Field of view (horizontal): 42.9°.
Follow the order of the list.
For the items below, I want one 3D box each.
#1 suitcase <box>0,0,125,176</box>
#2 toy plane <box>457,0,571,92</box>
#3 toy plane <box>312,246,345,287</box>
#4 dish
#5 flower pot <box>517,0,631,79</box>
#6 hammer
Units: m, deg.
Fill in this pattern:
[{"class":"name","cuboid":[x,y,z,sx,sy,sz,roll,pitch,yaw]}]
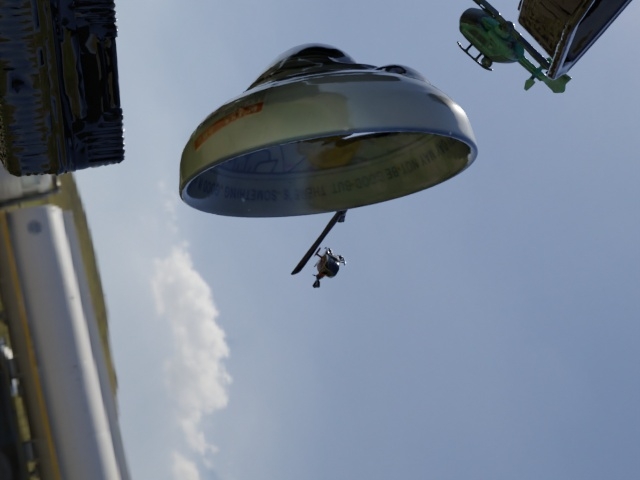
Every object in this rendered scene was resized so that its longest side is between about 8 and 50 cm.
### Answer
[{"class":"suitcase","cuboid":[-0.355,-0.222,1.013,0.335,0.152,0.229,-143,-132,-58]},{"class":"toy plane","cuboid":[0.308,-0.318,1.338,0.235,0.060,0.096,42,-26,1]},{"class":"toy plane","cuboid":[0.009,0.042,1.394,0.060,0.037,0.145,-56,-169,9]},{"class":"dish","cuboid":[0.001,-0.116,0.757,0.273,0.274,0.133,149,-64,-66]},{"class":"flower pot","cuboid":[0.300,-0.302,0.862,0.084,0.251,0.179,40,-8,15]},{"class":"hammer","cuboid":[0.000,0.000,1.452,0.021,0.178,0.065,30,-26,11]}]
